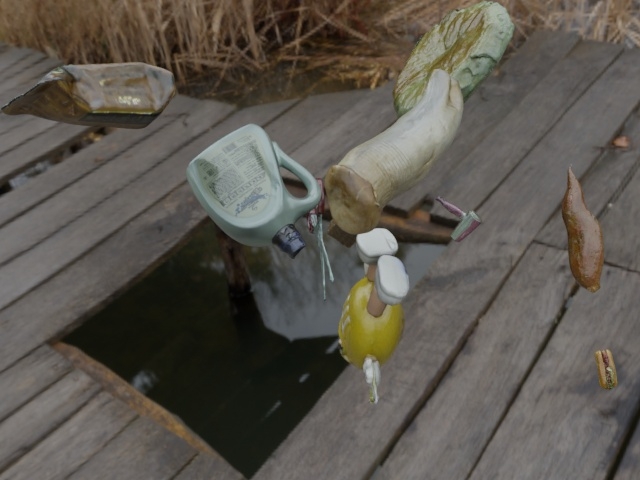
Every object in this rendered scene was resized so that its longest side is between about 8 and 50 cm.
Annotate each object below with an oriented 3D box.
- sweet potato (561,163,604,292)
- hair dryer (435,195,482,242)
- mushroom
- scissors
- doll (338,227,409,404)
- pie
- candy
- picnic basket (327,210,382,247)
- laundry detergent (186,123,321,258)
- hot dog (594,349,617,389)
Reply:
[{"bbox_3d":[0.390,-0.018,0.948,0.056,0.195,0.056,-11,-4,-1],"label":"sweet potato"},{"bbox_3d":[0.422,-0.082,1.995,0.154,0.106,0.054,50,23,11],"label":"hair dryer"},{"bbox_3d":[0.128,-0.142,0.981,0.095,0.123,0.351,0,38,43],"label":"mushroom"},{"bbox_3d":[0.000,0.000,1.339,0.017,0.144,0.248,-1,56,-12],"label":"scissors"},{"bbox_3d":[0.129,0.179,1.491,0.161,0.423,0.348,4,16,-1],"label":"doll"},{"bbox_3d":[0.252,-0.347,1.264,0.306,0.071,0.306,-41,30,31],"label":"pie"},{"bbox_3d":[-0.371,-0.240,1.049,0.143,0.101,0.271,-21,-4,44],"label":"candy"},{"bbox_3d":[0.102,-0.058,1.946,0.110,0.193,0.055,34,42,-7],"label":"picnic basket"},{"bbox_3d":[-0.113,-0.087,1.263,0.215,0.105,0.280,-38,70,-19],"label":"laundry detergent"},{"bbox_3d":[0.585,0.265,1.297,0.037,0.083,0.021,-12,-9,11],"label":"hot dog"}]
